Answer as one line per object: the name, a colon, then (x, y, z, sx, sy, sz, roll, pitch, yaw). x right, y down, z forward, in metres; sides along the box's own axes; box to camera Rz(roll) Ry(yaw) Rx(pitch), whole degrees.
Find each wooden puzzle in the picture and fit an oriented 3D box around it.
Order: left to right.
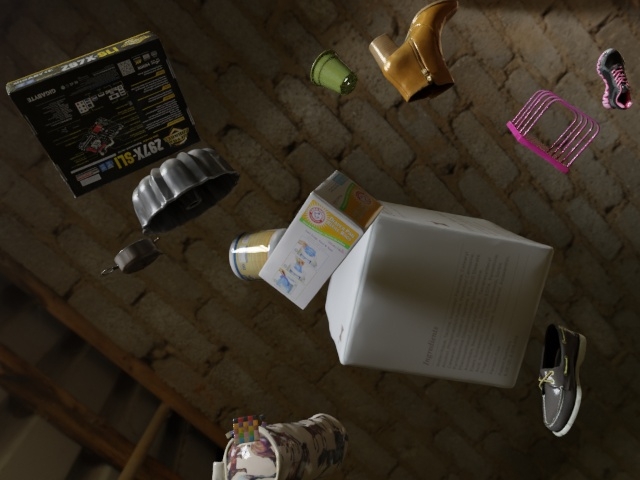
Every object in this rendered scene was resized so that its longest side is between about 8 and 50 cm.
wooden puzzle: (-0.146, 0.376, 0.943, 0.006, 0.083, 0.049, 87, 174, -56)

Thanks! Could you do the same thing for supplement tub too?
supplement tub: (-0.136, 0.041, 1.316, 0.199, 0.144, 0.144, -3, 151, 32)

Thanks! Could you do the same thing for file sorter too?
file sorter: (0.811, -0.398, 1.664, 0.202, 0.182, 0.291, 33, -153, -2)

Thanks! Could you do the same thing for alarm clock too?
alarm clock: (-0.576, 0.060, 1.457, 0.064, 0.192, 0.129, 57, 153, 7)

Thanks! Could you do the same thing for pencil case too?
pencil case: (-0.076, 0.533, 1.196, 0.183, 0.160, 0.410, -4, 164, 26)

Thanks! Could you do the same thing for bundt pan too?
bundt pan: (-0.404, -0.154, 1.394, 0.124, 0.330, 0.331, 56, -178, 2)

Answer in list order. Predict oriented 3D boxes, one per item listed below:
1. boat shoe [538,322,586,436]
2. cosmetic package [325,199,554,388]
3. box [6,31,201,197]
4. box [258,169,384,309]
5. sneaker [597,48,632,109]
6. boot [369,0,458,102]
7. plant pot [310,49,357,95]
boat shoe: (0.469, 0.270, 0.945, 0.068, 0.228, 0.081, 29, 144, 2)
cosmetic package: (0.243, 0.102, 1.113, 0.393, 0.328, 0.329, 10, -169, -8)
box: (-0.463, -0.279, 1.061, 0.079, 0.322, 0.257, 43, 156, 44)
box: (0.000, 0.000, 0.806, 0.103, 0.203, 0.114, 38, -144, 3)
sneaker: (0.546, -0.292, 0.869, 0.119, 0.047, 0.057, 60, -167, -27)
boot: (0.295, -0.491, 1.251, 0.211, 0.295, 0.104, 56, 170, 13)
plant pot: (0.035, -0.351, 1.019, 0.079, 0.083, 0.083, 44, 180, 26)
